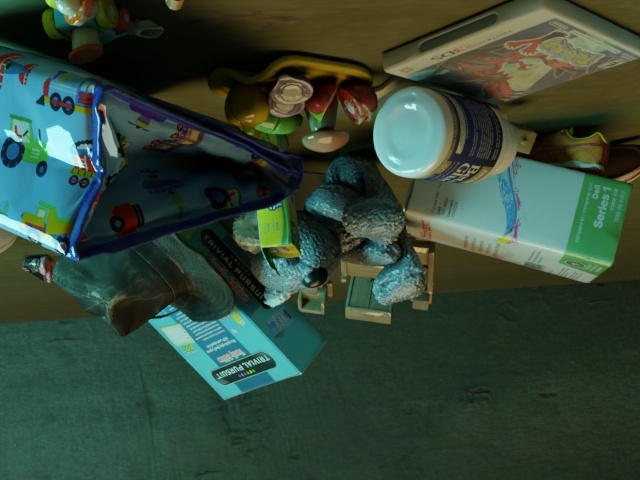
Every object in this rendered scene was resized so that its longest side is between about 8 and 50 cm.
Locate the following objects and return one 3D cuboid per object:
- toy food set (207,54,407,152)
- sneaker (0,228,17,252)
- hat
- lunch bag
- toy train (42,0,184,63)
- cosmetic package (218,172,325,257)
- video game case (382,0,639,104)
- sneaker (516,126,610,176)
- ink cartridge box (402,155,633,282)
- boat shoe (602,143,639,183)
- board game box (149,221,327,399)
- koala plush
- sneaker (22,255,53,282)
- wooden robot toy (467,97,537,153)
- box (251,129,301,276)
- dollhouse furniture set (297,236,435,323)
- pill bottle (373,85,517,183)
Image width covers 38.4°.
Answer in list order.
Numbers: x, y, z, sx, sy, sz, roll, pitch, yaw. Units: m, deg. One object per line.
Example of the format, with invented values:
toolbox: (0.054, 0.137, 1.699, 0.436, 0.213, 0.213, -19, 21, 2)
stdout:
toy food set: (-0.011, -0.134, 0.958, 0.217, 0.071, 0.128, 1, 169, -33)
sneaker: (-0.450, -0.035, 1.188, 0.152, 0.114, 0.305, -5, 171, 9)
hat: (-0.281, 0.045, 1.255, 0.134, 0.331, 0.331, -49, -169, -25)
lunch bag: (-0.171, -0.082, 0.826, 0.221, 0.138, 0.293, 20, -167, 31)
toy train: (-0.151, -0.176, 0.712, 0.125, 0.046, 0.166, -1, 169, -22)
cosmetic package: (-0.110, -0.021, 1.475, 0.160, 0.113, 0.309, 3, 168, -38)
video game case: (0.194, -0.184, 0.917, 0.183, 0.023, 0.201, -14, 168, 43)
sneaker: (0.329, -0.121, 1.267, 0.064, 0.067, 0.175, 24, 171, -35)
ink cartridge box: (0.265, -0.040, 1.280, 0.278, 0.117, 0.201, 15, 173, 10)
boat shoe: (0.397, -0.106, 1.370, 0.178, 0.064, 0.060, -9, 172, 37)
board game box: (-0.184, 0.086, 1.430, 0.253, 0.336, 0.079, -28, -162, 53)
koala plush: (0.000, 0.000, 1.263, 0.221, 0.203, 0.196, -26, 136, 0)
sneaker: (-0.589, 0.057, 1.913, 0.057, 0.047, 0.119, 3, 162, -7)
wooden robot toy: (0.168, -0.141, 1.111, 0.173, 0.076, 0.079, -3, -154, -10)
box: (-0.054, -0.049, 1.120, 0.043, 0.179, 0.105, -5, 171, 4)
dollhouse furniture set: (0.097, 0.004, 1.963, 0.303, 0.174, 0.356, 6, 143, 8)
pill bottle: (0.142, -0.109, 0.991, 0.094, 0.094, 0.169, -13, 171, 40)
